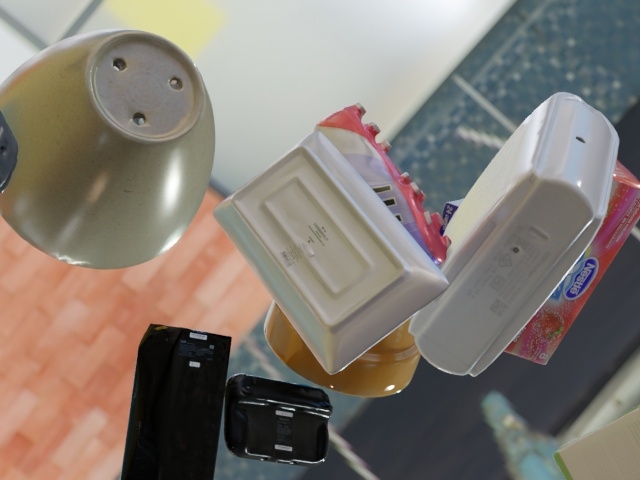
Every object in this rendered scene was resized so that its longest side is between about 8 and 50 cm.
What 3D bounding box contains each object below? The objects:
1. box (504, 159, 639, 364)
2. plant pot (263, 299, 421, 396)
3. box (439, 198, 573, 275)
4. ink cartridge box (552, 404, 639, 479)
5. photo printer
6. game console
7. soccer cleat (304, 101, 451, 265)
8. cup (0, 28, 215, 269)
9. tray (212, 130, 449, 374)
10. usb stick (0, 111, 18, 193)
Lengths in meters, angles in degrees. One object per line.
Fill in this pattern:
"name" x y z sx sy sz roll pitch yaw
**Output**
"box" 0.312 0.003 2.560 0.300 0.142 0.154 -60 -149 17
"plant pot" 0.052 0.064 2.301 0.205 0.205 0.188 -96 -157 -60
"box" 0.236 -0.002 2.245 0.137 0.126 0.072 22 -70 31
"ink cartridge box" 0.356 0.229 1.733 0.235 0.171 0.056 -35 167 36
"photo printer" 0.214 -0.018 1.952 0.256 0.107 0.307 -54 -177 25
"game console" -0.104 0.230 2.229 0.044 0.361 0.213 2 -99 39
"soccer cleat" 0.053 -0.044 1.864 0.095 0.083 0.248 -35 -132 6
"cup" -0.275 -0.155 2.440 0.237 0.331 0.331 -43 -161 57
"tray" 0.000 0.000 1.775 0.145 0.030 0.270 -38 -132 0
"usb stick" -0.329 -0.154 1.552 0.045 0.278 0.077 -7 -136 13
